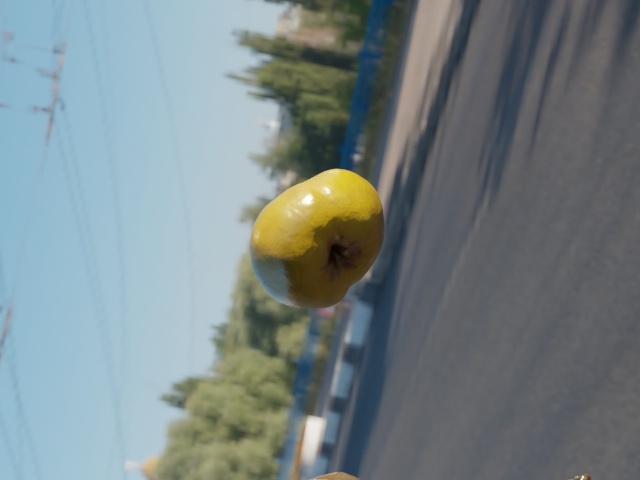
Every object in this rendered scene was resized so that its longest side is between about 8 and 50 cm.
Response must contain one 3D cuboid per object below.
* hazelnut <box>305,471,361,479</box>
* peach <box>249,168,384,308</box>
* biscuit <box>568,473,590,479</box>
[{"bbox_3d":[-0.017,0.438,1.453,0.359,0.409,0.359,22,-90,-89],"label":"hazelnut"},{"bbox_3d":[0.000,0.000,1.637,0.103,0.179,0.179,40,131,41],"label":"peach"},{"bbox_3d":[0.141,0.252,1.070,0.144,0.016,0.203,-49,-6,-24],"label":"biscuit"}]
